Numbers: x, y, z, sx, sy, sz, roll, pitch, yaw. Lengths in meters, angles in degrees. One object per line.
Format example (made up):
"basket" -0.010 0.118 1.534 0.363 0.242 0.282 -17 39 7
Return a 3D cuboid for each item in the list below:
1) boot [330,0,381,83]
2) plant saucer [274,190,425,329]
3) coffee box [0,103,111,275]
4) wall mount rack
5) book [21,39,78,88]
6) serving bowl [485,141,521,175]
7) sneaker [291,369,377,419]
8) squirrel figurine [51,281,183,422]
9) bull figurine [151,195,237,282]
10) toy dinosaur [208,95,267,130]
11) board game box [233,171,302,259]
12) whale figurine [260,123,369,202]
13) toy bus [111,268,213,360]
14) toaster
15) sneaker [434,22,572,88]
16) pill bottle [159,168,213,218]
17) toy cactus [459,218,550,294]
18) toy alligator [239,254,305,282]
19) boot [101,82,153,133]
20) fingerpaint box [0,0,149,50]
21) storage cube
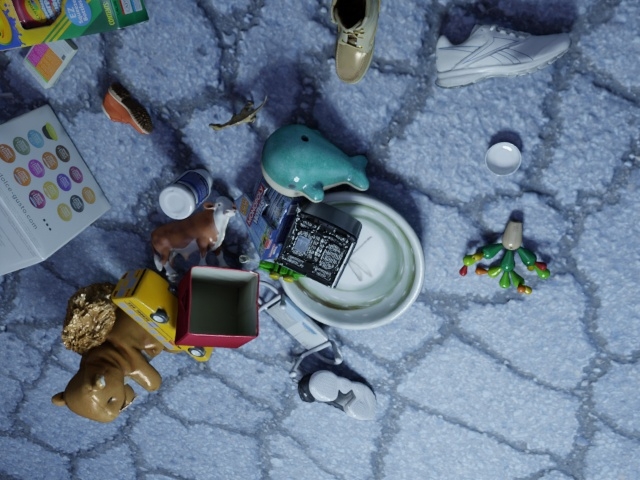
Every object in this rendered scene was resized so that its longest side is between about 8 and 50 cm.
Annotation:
"boot" 0.071 -0.459 1.400 0.095 0.203 0.262 19 117 6
"plant saucer" 0.080 0.044 1.699 0.400 0.100 0.400 6 117 12
"coffee box" -0.856 -0.118 1.728 0.338 0.334 0.337 -18 110 23
"wall mount rack" -0.069 0.254 1.782 0.350 0.130 0.304 44 142 -8
"book" -0.716 -0.487 1.688 0.144 0.035 0.096 -40 97 26
"serving bowl" 0.436 -0.198 1.532 0.083 0.027 0.083 5 116 11
"sneaker" 0.040 0.457 1.912 0.268 0.101 0.153 33 154 -30
"squirrel figurine" -0.641 0.323 1.863 0.281 0.370 0.397 -18 109 22
"bull figurine" -0.342 -0.002 1.767 0.310 0.101 0.188 -16 72 29
"toy dinosaur" -0.188 -0.310 1.601 0.183 0.092 0.053 -21 109 23
"board game box" -0.146 -0.086 1.651 0.194 0.060 0.194 50 131 35
"whale figurine" -0.005 -0.195 1.548 0.272 0.216 0.141 8 146 -12
"toy bus" -0.440 0.224 1.859 0.130 0.108 0.332 -10 135 30
"toaster" 0.000 0.000 1.579 0.168 0.110 0.185 24 119 2
"sneaker" 0.390 -0.417 1.399 0.297 0.111 0.129 -8 107 17
"pill bottle" -0.346 -0.130 1.685 0.094 0.169 0.094 6 117 12
"toy cactus" 0.468 0.039 1.607 0.219 0.112 0.180 12 108 18
"toy alligator" -0.120 0.074 1.683 0.190 0.056 0.051 13 158 9
"boot" -0.514 -0.331 1.700 0.158 0.059 0.084 49 120 -1
"fingerpaint box" -0.651 -0.691 1.470 0.371 0.163 0.444 -3 115 16
"storage cube" -0.286 0.186 1.742 0.215 0.183 0.193 6 160 -21
